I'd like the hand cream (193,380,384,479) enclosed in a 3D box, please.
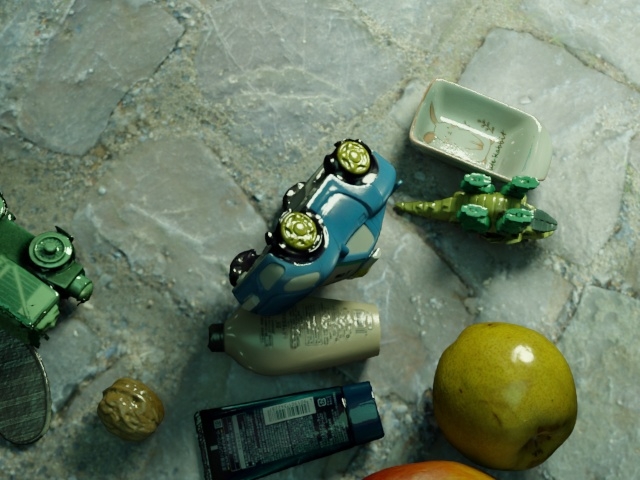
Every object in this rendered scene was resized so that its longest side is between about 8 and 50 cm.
[{"bbox_3d":[-0.046,0.279,1.094,0.271,0.061,0.120,-13,73,-2],"label":"hand cream"}]

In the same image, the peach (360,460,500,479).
[{"bbox_3d":[0.154,0.406,0.978,0.281,0.281,0.238,-9,118,-6],"label":"peach"}]

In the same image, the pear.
[{"bbox_3d":[0.257,0.213,1.056,0.209,0.209,0.208,1,74,-3],"label":"pear"}]

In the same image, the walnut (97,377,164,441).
[{"bbox_3d":[-0.275,0.245,1.076,0.096,0.082,0.079,34,43,1],"label":"walnut"}]

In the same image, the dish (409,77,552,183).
[{"bbox_3d":[0.263,-0.160,1.226,0.234,0.064,0.154,23,59,4],"label":"dish"}]

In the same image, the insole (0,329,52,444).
[{"bbox_3d":[-0.480,0.157,1.122,0.110,0.012,0.309,-16,76,-7],"label":"insole"}]

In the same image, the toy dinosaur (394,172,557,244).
[{"bbox_3d":[0.245,-0.050,1.171,0.259,0.153,0.094,9,71,9],"label":"toy dinosaur"}]

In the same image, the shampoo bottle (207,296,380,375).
[{"bbox_3d":[-0.042,0.141,1.119,0.257,0.078,0.127,-1,64,-5],"label":"shampoo bottle"}]

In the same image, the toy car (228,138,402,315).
[{"bbox_3d":[0.000,0.000,1.087,0.166,0.198,0.314,39,55,-5],"label":"toy car"}]

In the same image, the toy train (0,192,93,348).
[{"bbox_3d":[-0.471,0.028,1.098,0.269,0.115,0.154,35,60,-1],"label":"toy train"}]
